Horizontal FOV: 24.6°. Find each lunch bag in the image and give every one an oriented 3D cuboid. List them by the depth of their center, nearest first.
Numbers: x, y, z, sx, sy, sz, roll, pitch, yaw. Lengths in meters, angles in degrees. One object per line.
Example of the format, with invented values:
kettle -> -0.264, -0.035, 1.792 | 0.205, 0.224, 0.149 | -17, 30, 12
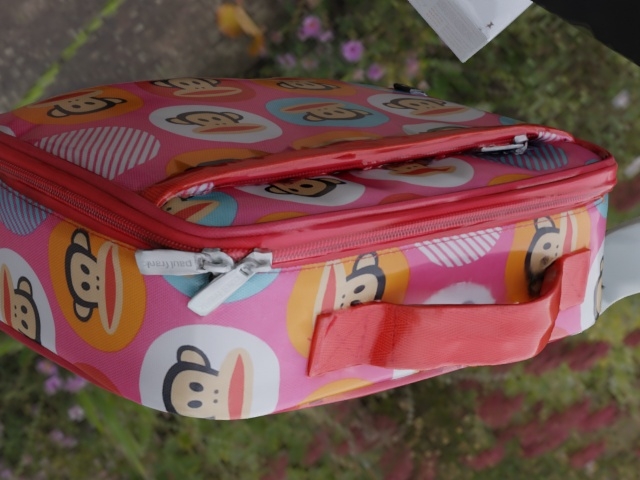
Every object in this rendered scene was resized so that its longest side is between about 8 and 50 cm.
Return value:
lunch bag -> 0.000, 0.000, 0.724 | 0.293, 0.258, 0.120 | -11, 114, -40

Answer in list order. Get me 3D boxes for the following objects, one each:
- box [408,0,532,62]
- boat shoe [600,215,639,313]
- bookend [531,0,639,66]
box -> 0.181, -0.307, 1.806 | 0.091, 0.130, 0.170 | -41, -177, -6
boat shoe -> 0.304, 0.021, 1.527 | 0.219, 0.077, 0.070 | -42, -168, 50
bookend -> 0.212, -0.196, 0.964 | 0.072, 0.157, 0.156 | -46, 155, -17
